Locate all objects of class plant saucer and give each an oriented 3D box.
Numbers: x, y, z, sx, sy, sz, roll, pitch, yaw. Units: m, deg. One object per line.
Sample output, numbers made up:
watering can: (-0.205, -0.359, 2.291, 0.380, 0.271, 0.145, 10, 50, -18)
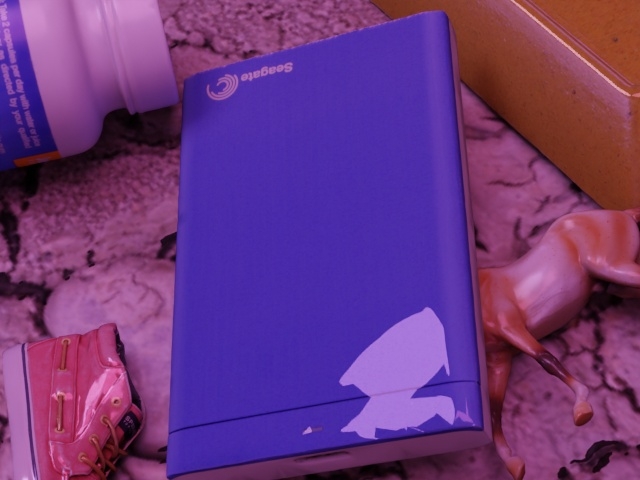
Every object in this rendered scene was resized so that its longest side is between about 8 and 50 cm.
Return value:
plant saucer: (0.240, -0.229, 0.958, 0.333, 0.081, 0.333, -42, 64, -2)

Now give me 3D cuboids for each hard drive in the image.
hard drive: (0.000, 0.000, 0.878, 0.210, 0.040, 0.319, -12, 58, 18)

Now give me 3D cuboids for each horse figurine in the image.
horse figurine: (0.168, 0.042, 0.860, 0.263, 0.066, 0.174, -29, 48, -5)

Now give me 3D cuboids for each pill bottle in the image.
pill bottle: (-0.246, -0.124, 0.930, 0.272, 0.152, 0.152, -12, 60, -6)

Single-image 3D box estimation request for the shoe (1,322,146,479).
shoe: (-0.152, 0.135, 0.825, 0.081, 0.063, 0.178, -17, 56, -2)
